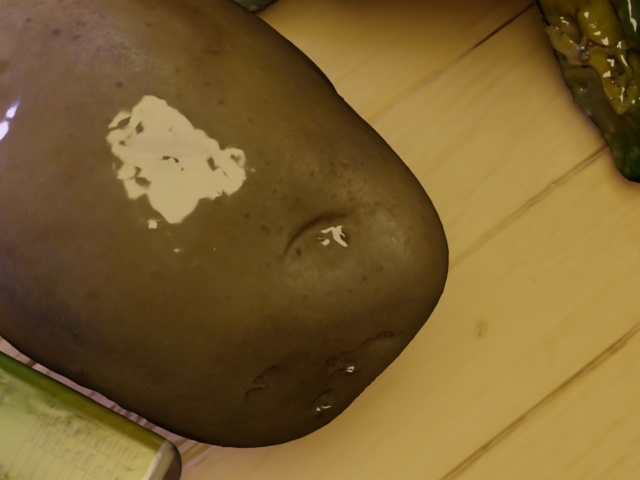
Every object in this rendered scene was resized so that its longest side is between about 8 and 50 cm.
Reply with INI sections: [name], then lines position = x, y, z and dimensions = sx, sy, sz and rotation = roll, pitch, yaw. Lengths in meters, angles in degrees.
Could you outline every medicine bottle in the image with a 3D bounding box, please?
[medicine bottle]
position = -0.176, 0.111, 0.986
dimensions = 0.188, 0.132, 0.088
rotation = 28, 78, 3

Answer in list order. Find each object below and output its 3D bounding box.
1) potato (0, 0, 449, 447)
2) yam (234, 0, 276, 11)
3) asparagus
[potato]
position = -0.096, -0.029, 0.965
dimensions = 0.326, 0.243, 0.221
rotation = 41, 92, 5
[yam]
position = -0.062, -0.298, 1.076
dimensions = 0.168, 0.168, 0.304
rotation = 12, 78, -1
[asparagus]
position = 0.172, -0.228, 1.096
dimensions = 0.108, 0.128, 0.382
rotation = -5, 75, 36
